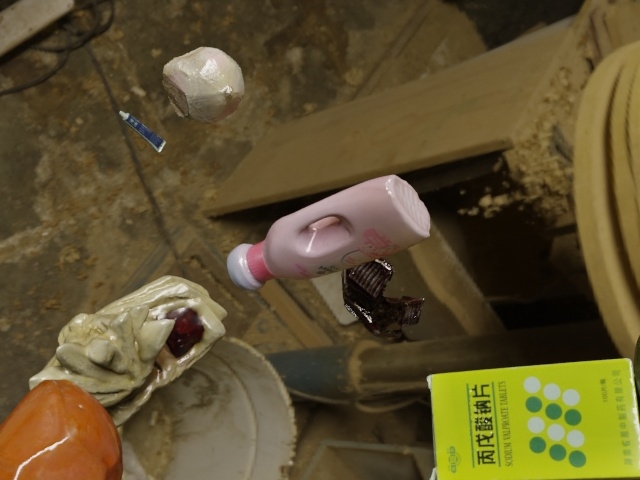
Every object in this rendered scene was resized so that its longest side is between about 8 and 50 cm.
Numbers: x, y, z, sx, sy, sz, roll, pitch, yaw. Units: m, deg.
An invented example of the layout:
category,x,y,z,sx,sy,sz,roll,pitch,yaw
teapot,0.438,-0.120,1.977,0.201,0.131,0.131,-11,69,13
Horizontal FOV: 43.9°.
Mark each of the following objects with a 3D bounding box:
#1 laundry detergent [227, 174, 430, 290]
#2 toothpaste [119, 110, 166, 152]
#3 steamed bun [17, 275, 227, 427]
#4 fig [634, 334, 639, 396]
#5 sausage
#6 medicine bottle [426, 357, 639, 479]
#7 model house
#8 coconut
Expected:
category,x,y,z,sx,sy,sz,roll,pitch,yaw
laundry detergent,0.000,0.000,1.263,0.159,0.335,0.088,43,37,-42
toothpaste,-0.443,-0.273,1.966,0.140,0.021,0.037,41,63,-30
steamed bun,-0.362,0.213,1.370,0.428,0.189,0.247,-35,122,-9
fig,0.536,0.165,0.969,0.206,0.275,0.206,12,70,-33
sausage,-0.168,0.169,0.451,0.089,0.089,0.179,26,72,-34
medicine bottle,0.265,0.229,0.976,0.141,0.250,0.137,36,49,-66
model house,0.140,0.110,1.745,0.203,0.164,0.141,43,37,6
coconut,-0.164,-0.220,1.132,0.110,0.124,0.110,-12,111,-35
